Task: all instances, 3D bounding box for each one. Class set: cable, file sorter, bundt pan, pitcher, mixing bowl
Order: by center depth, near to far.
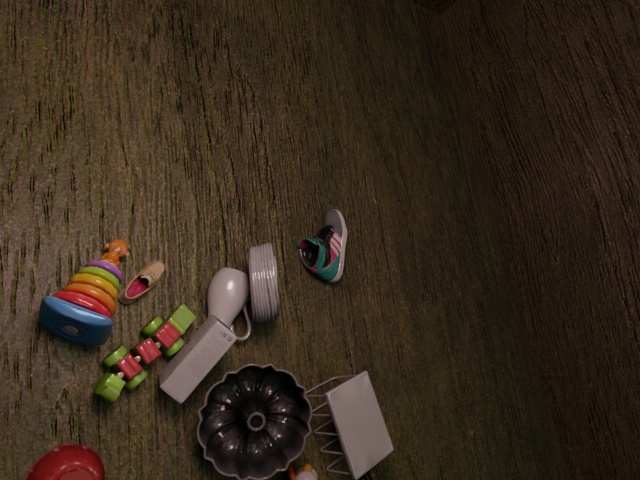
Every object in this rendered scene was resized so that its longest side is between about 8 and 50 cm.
[{"bbox_3d":[-0.594,0.580,1.134,0.182,0.098,0.181,16,64,-34],"label":"mixing bowl"},{"bbox_3d":[-0.197,0.515,1.404,0.331,0.124,0.330,1,86,-16],"label":"bundt pan"},{"bbox_3d":[-0.280,0.204,1.515,0.178,0.126,0.207,27,68,-36],"label":"pitcher"},{"bbox_3d":[-0.183,0.136,1.528,0.089,0.257,0.256,-4,82,-7],"label":"cable"},{"bbox_3d":[0.083,0.612,1.609,0.193,0.173,0.277,-15,84,-42],"label":"file sorter"}]

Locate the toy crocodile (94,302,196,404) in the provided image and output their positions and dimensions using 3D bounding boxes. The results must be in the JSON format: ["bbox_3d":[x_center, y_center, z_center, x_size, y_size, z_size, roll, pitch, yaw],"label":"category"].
[{"bbox_3d":[-0.477,0.304,1.325,0.115,0.105,0.340,54,49,-9],"label":"toy crocodile"}]

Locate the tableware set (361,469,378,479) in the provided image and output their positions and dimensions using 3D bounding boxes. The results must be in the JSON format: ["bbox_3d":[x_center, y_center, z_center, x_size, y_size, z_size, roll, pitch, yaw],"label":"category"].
[{"bbox_3d":[0.188,0.826,1.615,0.039,0.194,0.128,-35,96,-1],"label":"tableware set"}]

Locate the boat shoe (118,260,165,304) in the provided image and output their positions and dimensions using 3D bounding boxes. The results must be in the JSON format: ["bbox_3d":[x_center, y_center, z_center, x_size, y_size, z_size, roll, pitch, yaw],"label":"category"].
[{"bbox_3d":[-0.511,0.119,1.397,0.063,0.059,0.170,47,51,-15],"label":"boat shoe"}]

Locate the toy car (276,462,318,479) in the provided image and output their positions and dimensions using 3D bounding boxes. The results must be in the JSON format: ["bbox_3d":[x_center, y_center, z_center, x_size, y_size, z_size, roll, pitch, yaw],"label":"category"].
[{"bbox_3d":[-0.075,0.779,1.459,0.137,0.159,0.181,1,70,-2],"label":"toy car"}]

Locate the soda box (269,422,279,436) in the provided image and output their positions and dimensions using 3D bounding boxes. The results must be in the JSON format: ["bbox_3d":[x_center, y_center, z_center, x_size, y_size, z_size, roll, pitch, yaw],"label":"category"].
[{"bbox_3d":[-0.162,0.548,1.515,0.061,0.058,0.181,-35,97,-40],"label":"soda box"}]

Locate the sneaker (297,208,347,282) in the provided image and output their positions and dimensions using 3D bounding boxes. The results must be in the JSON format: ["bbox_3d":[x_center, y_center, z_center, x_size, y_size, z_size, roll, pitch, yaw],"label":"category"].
[{"bbox_3d":[0.000,0.000,1.814,0.179,0.124,0.295,22,62,-42],"label":"sneaker"}]

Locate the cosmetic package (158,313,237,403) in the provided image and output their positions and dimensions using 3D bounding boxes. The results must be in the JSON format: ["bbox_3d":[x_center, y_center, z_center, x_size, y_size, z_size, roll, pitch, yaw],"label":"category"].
[{"bbox_3d":[-0.349,0.329,1.354,0.085,0.117,0.231,45,77,-17],"label":"cosmetic package"}]

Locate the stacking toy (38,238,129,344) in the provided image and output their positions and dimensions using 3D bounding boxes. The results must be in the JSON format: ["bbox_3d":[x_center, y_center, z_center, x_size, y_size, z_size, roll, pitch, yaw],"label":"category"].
[{"bbox_3d":[-0.600,0.113,1.287,0.175,0.165,0.301,25,47,-16],"label":"stacking toy"}]
